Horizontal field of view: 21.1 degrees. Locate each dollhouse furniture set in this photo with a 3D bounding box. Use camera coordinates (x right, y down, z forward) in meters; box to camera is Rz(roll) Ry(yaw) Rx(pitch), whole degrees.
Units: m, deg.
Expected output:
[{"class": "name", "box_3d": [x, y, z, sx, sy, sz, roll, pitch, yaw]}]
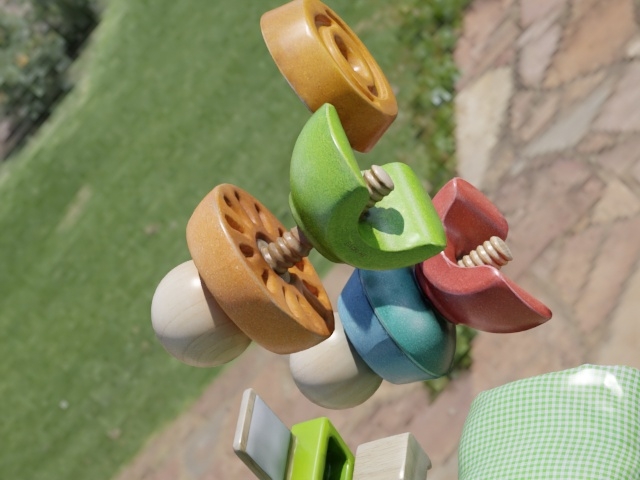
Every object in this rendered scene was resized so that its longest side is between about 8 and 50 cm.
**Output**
[{"class": "dollhouse furniture set", "box_3d": [0.078, 0.166, 1.270, 0.301, 0.151, 0.198, -18, 41, 27]}]

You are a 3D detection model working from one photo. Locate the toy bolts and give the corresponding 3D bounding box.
[{"class": "toy bolts", "box_3d": [0.000, 0.000, 1.008, 0.158, 0.228, 0.218, -36, 44, 18]}]
